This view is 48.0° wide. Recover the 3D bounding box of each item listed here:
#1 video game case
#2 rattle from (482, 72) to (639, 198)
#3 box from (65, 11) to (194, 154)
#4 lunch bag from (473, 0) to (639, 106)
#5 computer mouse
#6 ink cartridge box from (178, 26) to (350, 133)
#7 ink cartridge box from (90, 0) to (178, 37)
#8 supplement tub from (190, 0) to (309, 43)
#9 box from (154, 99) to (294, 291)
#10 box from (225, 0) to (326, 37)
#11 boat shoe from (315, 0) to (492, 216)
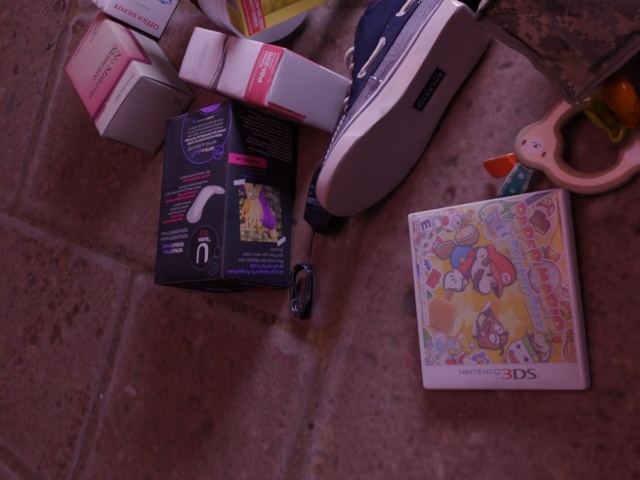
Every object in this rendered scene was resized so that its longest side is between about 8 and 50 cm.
[{"bbox_3d":[0.206,0.065,0.862,0.206,0.026,0.226,-9,82,38],"label":"video game case"},{"bbox_3d":[0.260,-0.105,0.806,0.200,0.143,0.130,-9,98,30],"label":"rattle"},{"bbox_3d":[-0.371,-0.302,1.377,0.148,0.127,0.232,-51,53,19],"label":"box"},{"bbox_3d":[0.313,-0.309,0.682,0.169,0.235,0.287,38,134,-4],"label":"lunch bag"},{"bbox_3d":[0.000,0.000,1.065,0.071,0.041,0.241,22,101,49],"label":"computer mouse"},{"bbox_3d":[-0.088,-0.248,1.109,0.218,0.159,0.092,23,97,40],"label":"ink cartridge box"},{"bbox_3d":[-0.339,-0.513,1.391,0.082,0.140,0.190,40,107,36],"label":"ink cartridge box"},{"bbox_3d":[-0.147,-0.461,1.186,0.191,0.191,0.272,-54,52,17],"label":"supplement tub"},{"bbox_3d":[-0.147,-0.059,1.124,0.165,0.143,0.270,-7,76,41],"label":"box"},{"bbox_3d":[-0.030,-0.391,1.060,0.232,0.087,0.058,-28,52,-15],"label":"box"},{"bbox_3d":[0.082,-0.203,0.997,0.340,0.127,0.158,-53,46,8],"label":"boat shoe"}]
